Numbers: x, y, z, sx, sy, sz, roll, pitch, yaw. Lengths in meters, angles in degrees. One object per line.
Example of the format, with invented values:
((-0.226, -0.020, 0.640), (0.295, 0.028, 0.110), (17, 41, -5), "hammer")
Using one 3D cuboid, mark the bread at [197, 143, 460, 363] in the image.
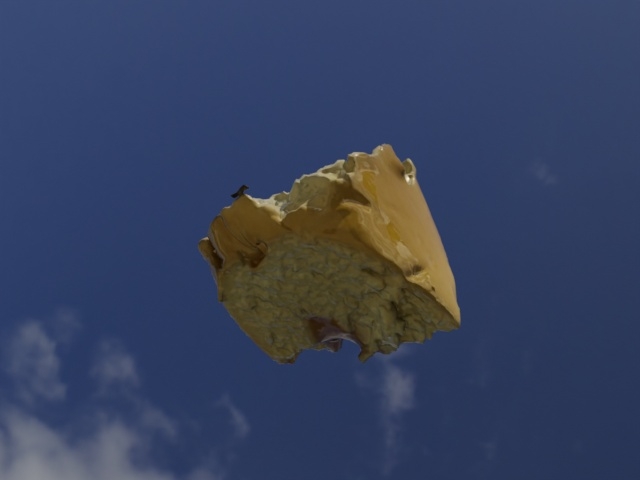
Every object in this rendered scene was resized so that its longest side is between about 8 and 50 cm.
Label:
((-0.003, -0.010, 1.125), (0.183, 0.211, 0.224), (-34, -149, 25), "bread")
